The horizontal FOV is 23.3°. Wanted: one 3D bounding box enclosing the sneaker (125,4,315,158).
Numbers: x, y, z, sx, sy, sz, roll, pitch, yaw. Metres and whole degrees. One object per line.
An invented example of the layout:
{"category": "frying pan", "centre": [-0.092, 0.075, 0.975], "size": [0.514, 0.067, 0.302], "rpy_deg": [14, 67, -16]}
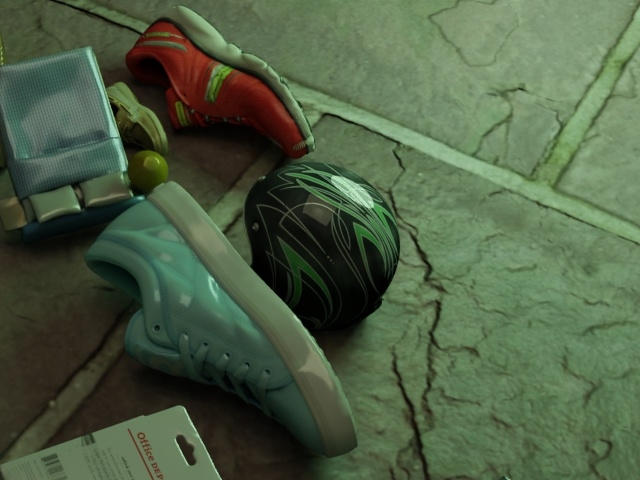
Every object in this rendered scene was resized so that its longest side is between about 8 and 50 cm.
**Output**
{"category": "sneaker", "centre": [-0.121, -0.163, 1.831], "size": [0.279, 0.107, 0.118], "rpy_deg": [37, 70, 28]}

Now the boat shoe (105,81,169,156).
{"category": "boat shoe", "centre": [-0.222, -0.135, 1.805], "size": [0.045, 0.050, 0.135], "rpy_deg": [-23, 44, -24]}

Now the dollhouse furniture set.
{"category": "dollhouse furniture set", "centre": [-0.331, -0.156, 1.621], "size": [0.303, 0.198, 0.286], "rpy_deg": [-13, 80, -16]}

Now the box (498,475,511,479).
{"category": "box", "centre": [0.177, 0.362, 1.324], "size": [0.242, 0.076, 0.307], "rpy_deg": [32, 38, 21]}

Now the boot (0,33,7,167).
{"category": "boot", "centre": [-0.464, -0.183, 1.777], "size": [0.203, 0.095, 0.262], "rpy_deg": [-7, 57, -15]}

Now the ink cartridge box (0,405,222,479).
{"category": "ink cartridge box", "centre": [-0.190, 0.230, 1.412], "size": [0.180, 0.060, 0.104], "rpy_deg": [-17, 53, -21]}

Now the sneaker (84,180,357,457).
{"category": "sneaker", "centre": [-0.108, 0.105, 1.552], "size": [0.150, 0.135, 0.366], "rpy_deg": [-35, 56, -12]}

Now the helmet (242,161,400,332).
{"category": "helmet", "centre": [0.000, 0.000, 1.625], "size": [0.169, 0.161, 0.169], "rpy_deg": [4, 46, -5]}
